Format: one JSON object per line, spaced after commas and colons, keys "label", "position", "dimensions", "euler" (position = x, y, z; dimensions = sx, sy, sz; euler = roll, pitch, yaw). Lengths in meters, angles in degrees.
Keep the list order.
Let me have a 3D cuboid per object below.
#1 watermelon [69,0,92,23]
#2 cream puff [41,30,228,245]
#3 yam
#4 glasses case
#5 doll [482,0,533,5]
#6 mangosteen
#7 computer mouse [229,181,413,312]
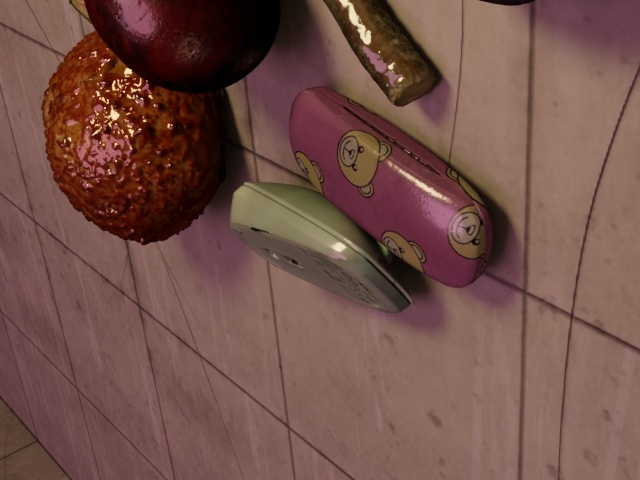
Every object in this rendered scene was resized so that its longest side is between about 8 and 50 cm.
{"label": "watermelon", "position": [-0.324, -0.403, 1.524], "dimensions": [0.119, 0.063, 0.245], "euler": [51, 147, -13]}
{"label": "cream puff", "position": [-0.286, -0.150, 1.479], "dimensions": [0.350, 0.229, 0.350], "euler": [40, 142, 40]}
{"label": "yam", "position": [0.028, -0.261, 1.075], "dimensions": [0.274, 0.061, 0.061], "euler": [58, 149, 15]}
{"label": "glasses case", "position": [0.070, -0.065, 1.129], "dimensions": [0.316, 0.076, 0.123], "euler": [40, 142, 36]}
{"label": "doll", "position": [0.116, -0.353, 0.693], "dimensions": [0.379, 0.252, 0.382], "euler": [-6, 100, 58]}
{"label": "mangosteen", "position": [-0.141, -0.306, 1.160], "dimensions": [0.235, 0.235, 0.261], "euler": [51, 120, 22]}
{"label": "computer mouse", "position": [0.003, -0.005, 1.248], "dimensions": [0.288, 0.097, 0.159], "euler": [18, 159, 46]}
